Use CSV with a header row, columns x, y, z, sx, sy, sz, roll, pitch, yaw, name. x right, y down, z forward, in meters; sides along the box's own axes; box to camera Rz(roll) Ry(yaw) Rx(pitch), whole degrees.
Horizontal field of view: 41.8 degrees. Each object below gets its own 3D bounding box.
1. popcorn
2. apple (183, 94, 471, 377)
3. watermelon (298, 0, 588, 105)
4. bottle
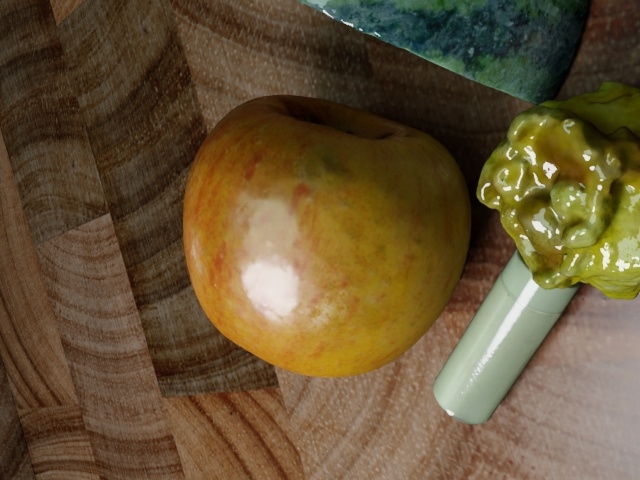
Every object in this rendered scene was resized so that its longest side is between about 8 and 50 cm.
x,y,z,sx,sy,sz,roll,pitch,yaw,name
0.232,-0.035,0.705,0.198,0.155,0.197,24,130,33,popcorn
0.000,0.000,0.855,0.299,0.299,0.275,34,114,36,apple
0.087,-0.239,0.775,0.292,0.283,0.250,127,135,-70,watermelon
0.186,0.097,0.852,0.072,0.072,0.201,45,130,28,bottle
